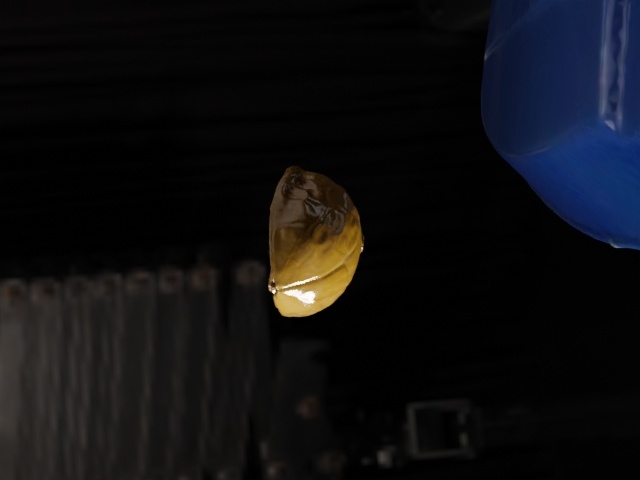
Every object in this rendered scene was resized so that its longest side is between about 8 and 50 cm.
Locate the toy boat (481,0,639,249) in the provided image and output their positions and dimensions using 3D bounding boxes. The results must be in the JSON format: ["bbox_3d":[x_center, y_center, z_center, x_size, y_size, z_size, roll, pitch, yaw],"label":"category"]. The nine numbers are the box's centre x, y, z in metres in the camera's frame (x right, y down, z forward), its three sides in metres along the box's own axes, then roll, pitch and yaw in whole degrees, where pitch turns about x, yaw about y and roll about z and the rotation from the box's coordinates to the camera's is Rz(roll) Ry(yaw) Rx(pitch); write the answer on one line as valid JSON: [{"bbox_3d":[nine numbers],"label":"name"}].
[{"bbox_3d":[0.093,-0.059,0.359,0.295,0.088,0.129,166,-69,-73],"label":"toy boat"}]

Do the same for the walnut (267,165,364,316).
[{"bbox_3d":[0.000,0.000,1.157,0.121,0.052,0.091,-74,160,-61],"label":"walnut"}]
